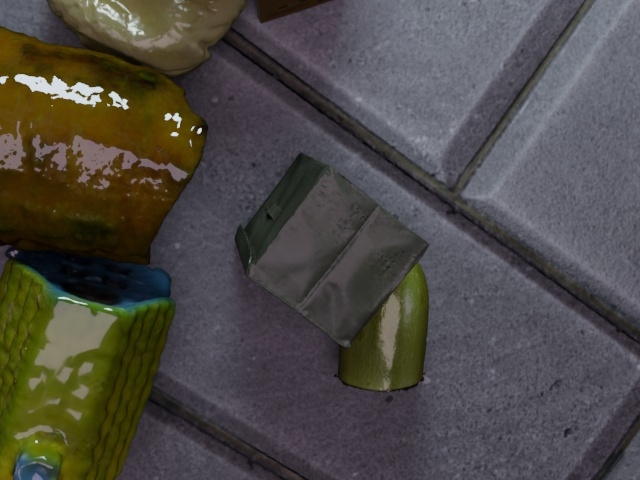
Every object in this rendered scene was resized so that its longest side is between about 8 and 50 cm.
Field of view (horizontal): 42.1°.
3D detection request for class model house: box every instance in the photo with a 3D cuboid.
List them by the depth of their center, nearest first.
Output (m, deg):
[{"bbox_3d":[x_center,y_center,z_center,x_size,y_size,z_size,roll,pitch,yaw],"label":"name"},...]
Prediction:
[{"bbox_3d":[-0.289,0.149,0.953,0.215,0.303,0.237,17,96,-18],"label":"model house"}]

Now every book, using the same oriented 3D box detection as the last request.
[{"bbox_3d":[-0.023,-0.318,0.979,0.118,0.172,0.012,-20,78,-5],"label":"book"}]

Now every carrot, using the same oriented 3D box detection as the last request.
[{"bbox_3d":[-0.309,-0.105,0.928,0.340,0.241,0.242,12,97,-12],"label":"carrot"}]

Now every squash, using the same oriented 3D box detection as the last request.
[{"bbox_3d":[0.089,0.096,1.087,0.123,0.123,0.187,5,99,-10],"label":"squash"}]

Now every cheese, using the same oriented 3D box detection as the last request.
[{"bbox_3d":[-0.202,-0.309,0.979,0.226,0.117,0.214,32,87,-8],"label":"cheese"}]

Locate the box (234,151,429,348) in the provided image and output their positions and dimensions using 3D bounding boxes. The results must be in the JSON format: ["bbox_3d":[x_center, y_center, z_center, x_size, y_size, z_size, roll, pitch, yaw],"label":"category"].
[{"bbox_3d":[0.000,0.000,0.998,0.155,0.231,0.149,37,92,-12],"label":"box"}]
